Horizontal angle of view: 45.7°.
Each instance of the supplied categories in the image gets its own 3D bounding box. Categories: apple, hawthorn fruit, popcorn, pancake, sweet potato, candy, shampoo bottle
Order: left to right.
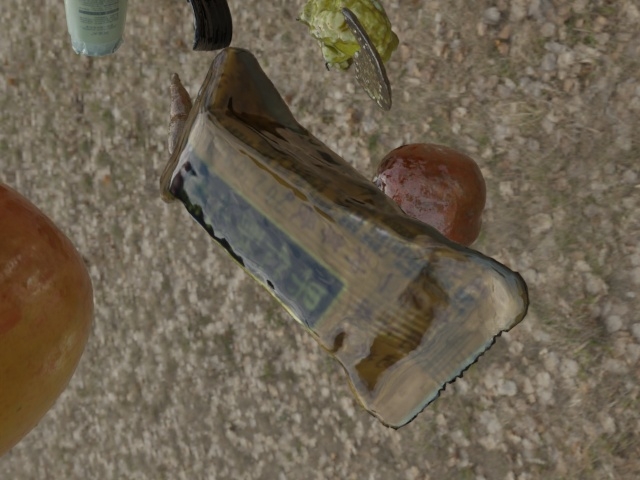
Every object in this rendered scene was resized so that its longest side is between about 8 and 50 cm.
[{"bbox_3d":[-0.344,0.058,0.617,0.299,0.275,0.299,16,125,25],"label":"apple"},{"bbox_3d":[-0.251,-0.283,0.847,0.212,0.072,0.049,128,126,-62],"label":"shampoo bottle"},{"bbox_3d":[-0.265,-0.238,1.477,0.068,0.068,0.226,-44,42,43],"label":"sweet potato"},{"bbox_3d":[0.000,0.000,0.519,0.271,0.101,0.143,42,117,17],"label":"candy"},{"bbox_3d":[0.060,-0.448,1.613,0.169,0.189,0.218,-36,41,-1],"label":"popcorn"},{"bbox_3d":[0.073,-0.300,1.275,0.184,0.020,0.190,60,176,-12],"label":"pancake"},{"bbox_3d":[0.126,-0.052,0.937,0.149,0.189,0.149,-8,78,40],"label":"hawthorn fruit"}]

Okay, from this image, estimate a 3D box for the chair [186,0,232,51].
[{"bbox_3d":[-0.125,-0.380,1.031,0.145,0.140,0.221,-6,102,18],"label":"chair"}]
